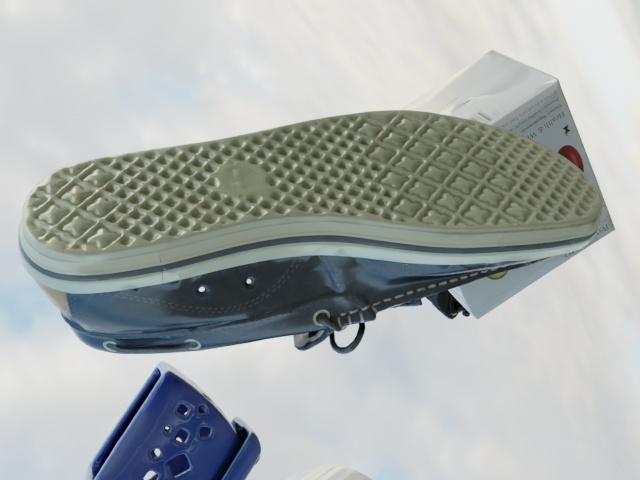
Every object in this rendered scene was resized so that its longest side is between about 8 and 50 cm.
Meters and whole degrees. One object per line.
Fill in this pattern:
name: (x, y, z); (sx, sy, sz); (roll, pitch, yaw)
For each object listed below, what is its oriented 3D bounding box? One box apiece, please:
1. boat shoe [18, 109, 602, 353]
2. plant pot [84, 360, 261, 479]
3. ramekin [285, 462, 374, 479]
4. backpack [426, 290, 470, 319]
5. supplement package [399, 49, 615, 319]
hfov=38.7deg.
boat shoe: (0.000, 0.000, 0.806); (0.187, 0.499, 0.156); (-108, 14, -46)
plant pot: (-0.237, 0.355, 1.506); (0.212, 0.236, 0.236); (35, -101, -10)
ramekin: (0.016, 0.420, 1.155); (0.135, 0.277, 0.277); (-29, -86, -44)
backpack: (0.243, 0.029, 1.611); (0.152, 0.182, 0.115); (42, -173, -3)
supplement package: (0.183, -0.064, 1.018); (0.203, 0.194, 0.149); (58, 177, -30)
